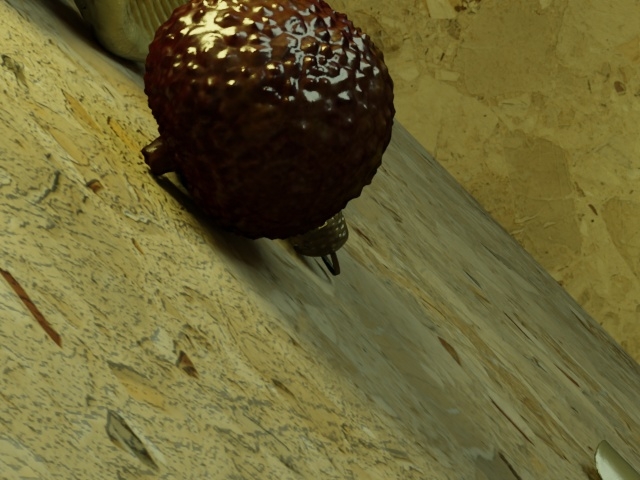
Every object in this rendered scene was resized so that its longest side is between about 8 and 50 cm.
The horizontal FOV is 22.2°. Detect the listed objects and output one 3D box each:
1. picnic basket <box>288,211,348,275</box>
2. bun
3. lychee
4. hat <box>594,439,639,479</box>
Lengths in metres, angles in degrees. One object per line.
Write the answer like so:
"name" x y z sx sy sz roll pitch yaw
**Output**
"picnic basket" 0.000 0.000 1.779 0.072 0.072 0.083 54 -13 48
"bun" -0.205 -0.321 1.887 0.133 0.231 0.231 35 4 30
"lychee" -0.052 -0.128 1.576 0.260 0.260 0.260 42 9 -9
"hat" 0.435 0.310 2.032 0.166 0.144 0.173 25 43 -68
